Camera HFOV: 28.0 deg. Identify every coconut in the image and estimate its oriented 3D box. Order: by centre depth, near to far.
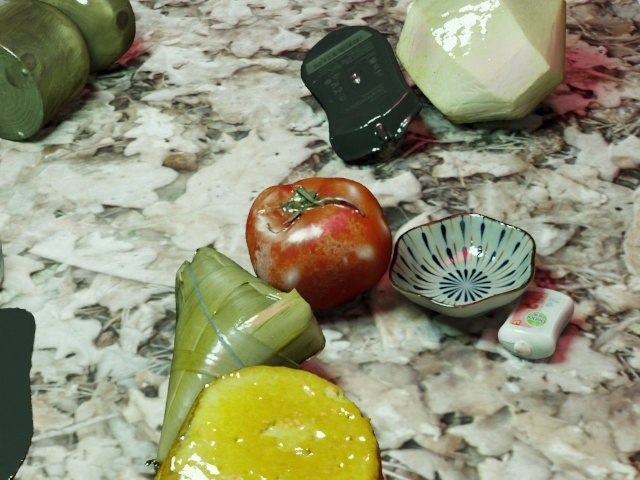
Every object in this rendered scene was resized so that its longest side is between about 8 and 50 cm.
[{"bbox_3d":[0.251,-0.295,1.904,0.259,0.259,0.259,-1,38,1],"label":"coconut"}]

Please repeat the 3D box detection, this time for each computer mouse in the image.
[{"bbox_3d":[0.066,-0.213,1.899,0.147,0.088,0.264,-31,43,11],"label":"computer mouse"}]

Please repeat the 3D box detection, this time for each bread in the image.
[{"bbox_3d":[-0.048,0.249,1.289,0.269,0.145,0.268,3,41,-3],"label":"bread"}]

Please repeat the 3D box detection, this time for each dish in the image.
[{"bbox_3d":[0.178,0.046,1.592,0.191,0.066,0.190,-5,37,4],"label":"dish"}]

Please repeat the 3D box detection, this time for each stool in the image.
[{"bbox_3d":[-0.426,-0.294,1.968,0.179,0.179,0.264,14,41,20],"label":"stool"}]

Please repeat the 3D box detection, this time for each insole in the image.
[{"bbox_3d":[-0.385,0.185,1.495,0.109,0.007,0.322,-3,38,-4],"label":"insole"}]

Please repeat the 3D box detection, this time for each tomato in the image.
[{"bbox_3d":[0.000,0.000,1.593,0.187,0.151,0.187,-19,37,15],"label":"tomato"}]

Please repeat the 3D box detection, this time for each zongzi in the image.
[{"bbox_3d":[-0.147,0.137,1.496,0.256,0.115,0.228,-46,38,-12],"label":"zongzi"}]

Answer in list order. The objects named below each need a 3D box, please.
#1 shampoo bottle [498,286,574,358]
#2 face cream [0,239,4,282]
[{"bbox_3d":[0.257,0.102,1.541,0.072,0.043,0.099,13,40,23],"label":"shampoo bottle"},{"bbox_3d":[-0.508,0.020,1.628,0.206,0.111,0.206,-2,39,1],"label":"face cream"}]
